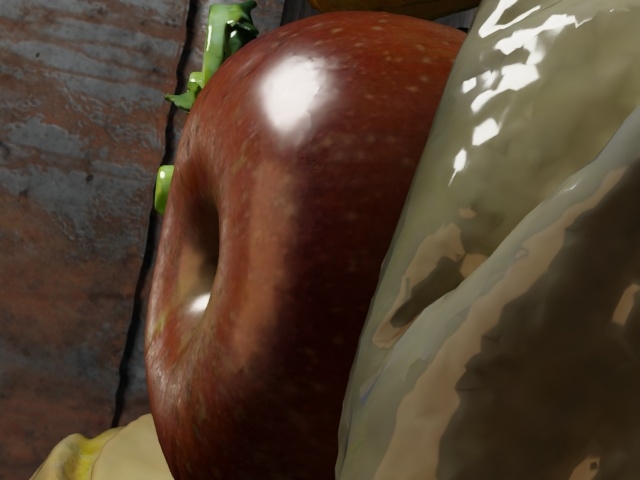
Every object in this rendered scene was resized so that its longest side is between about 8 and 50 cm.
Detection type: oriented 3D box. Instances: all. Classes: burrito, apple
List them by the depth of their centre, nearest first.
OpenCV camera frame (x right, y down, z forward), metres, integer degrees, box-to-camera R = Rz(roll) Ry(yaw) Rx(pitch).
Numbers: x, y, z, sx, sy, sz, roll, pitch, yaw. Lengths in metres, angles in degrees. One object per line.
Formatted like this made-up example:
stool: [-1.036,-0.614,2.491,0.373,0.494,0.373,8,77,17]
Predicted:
burrito: [0.073,0.031,0.358,0.190,0.135,0.332,96,-172,-86]
apple: [0.028,0.019,0.655,0.201,0.162,0.201,-172,90,-72]

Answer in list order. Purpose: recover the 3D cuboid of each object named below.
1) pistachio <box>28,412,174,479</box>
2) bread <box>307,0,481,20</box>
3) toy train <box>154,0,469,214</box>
pistachio: [-0.087,0.216,1.021,0.321,0.229,0.238,-58,-45,-78]
bread: [0.056,-0.204,0.836,0.240,0.139,0.240,-168,90,-84]
toy train: [0.000,0.000,0.911,0.272,0.159,0.188,-92,9,-62]
